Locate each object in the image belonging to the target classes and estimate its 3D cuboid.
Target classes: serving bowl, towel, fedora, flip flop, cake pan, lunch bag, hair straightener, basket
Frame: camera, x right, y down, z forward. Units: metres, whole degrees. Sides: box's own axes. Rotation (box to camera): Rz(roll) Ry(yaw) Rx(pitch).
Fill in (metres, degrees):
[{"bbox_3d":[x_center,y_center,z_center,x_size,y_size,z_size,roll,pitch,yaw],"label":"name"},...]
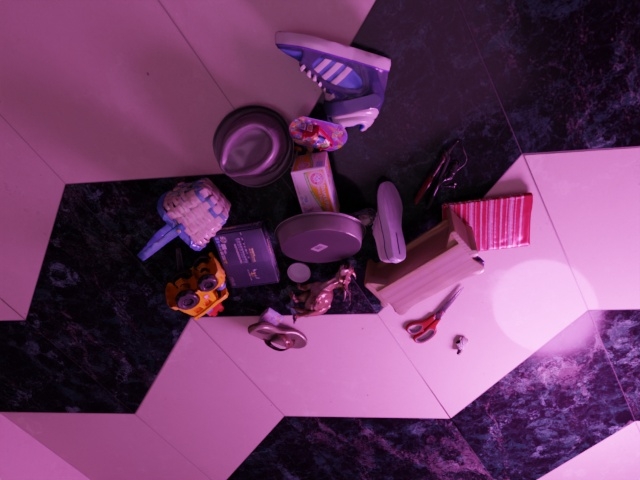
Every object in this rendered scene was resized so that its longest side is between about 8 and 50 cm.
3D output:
[{"bbox_3d":[-0.076,0.111,1.493,0.084,0.027,0.083,2,119,4],"label":"serving bowl"},{"bbox_3d":[0.537,-0.052,1.334,0.275,0.031,0.198,-6,120,12],"label":"towel"},{"bbox_3d":[-0.215,-0.268,1.231,0.276,0.124,0.243,-28,107,20],"label":"fedora"},{"bbox_3d":[-0.162,0.383,1.587,0.112,0.080,0.277,-34,138,23],"label":"flip flop"},{"bbox_3d":[0.000,0.000,1.316,0.294,0.054,0.293,-2,155,-1],"label":"cake pan"},{"bbox_3d":[-0.189,0.298,1.597,0.071,0.053,0.083,33,129,-12],"label":"lunch bag"},{"bbox_3d":[0.379,-0.197,1.267,0.089,0.047,0.230,22,115,-6],"label":"hair straightener"},{"bbox_3d":[-0.437,-0.063,1.314,0.289,0.254,0.201,-40,111,4],"label":"basket"}]

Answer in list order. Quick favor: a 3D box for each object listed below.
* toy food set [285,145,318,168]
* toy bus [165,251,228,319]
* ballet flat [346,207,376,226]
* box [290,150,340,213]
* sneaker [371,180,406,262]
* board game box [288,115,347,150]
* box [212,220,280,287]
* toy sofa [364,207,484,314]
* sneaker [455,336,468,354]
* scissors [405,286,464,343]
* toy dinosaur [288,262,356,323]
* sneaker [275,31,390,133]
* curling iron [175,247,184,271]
[{"bbox_3d":[-0.064,-0.279,1.278,0.122,0.019,0.078,-33,111,30],"label":"toy food set"},{"bbox_3d":[-0.414,0.184,1.508,0.220,0.149,0.211,-38,130,4],"label":"toy bus"},{"bbox_3d":[0.095,-0.055,1.360,0.189,0.070,0.070,-24,114,18],"label":"ballet flat"},{"bbox_3d":[-0.011,-0.155,1.275,0.103,0.114,0.202,-8,124,11],"label":"box"},{"bbox_3d":[0.200,-0.055,1.294,0.094,0.257,0.091,4,169,-38],"label":"sneaker"},{"bbox_3d":[-0.010,-0.291,1.182,0.169,0.033,0.133,12,158,-7],"label":"board game box"},{"bbox_3d":[-0.259,0.053,1.462,0.184,0.059,0.232,-8,119,9],"label":"box"},{"bbox_3d":[0.332,0.077,1.343,0.363,0.150,0.177,-37,109,29],"label":"toy sofa"},{"bbox_3d":[0.539,0.405,1.595,0.037,0.032,0.083,20,115,10],"label":"sneaker"},{"bbox_3d":[0.447,0.285,1.542,0.109,0.021,0.297,40,115,-13],"label":"scissors"},{"bbox_3d":[0.006,0.213,1.499,0.201,0.127,0.295,0,146,-34],"label":"toy dinosaur"},{"bbox_3d":[0.016,-0.414,1.127,0.324,0.130,0.236,12,116,-7],"label":"sneaker"},{"bbox_3d":[-0.508,0.150,1.561,0.068,0.035,0.273,-10,115,-9],"label":"curling iron"}]
